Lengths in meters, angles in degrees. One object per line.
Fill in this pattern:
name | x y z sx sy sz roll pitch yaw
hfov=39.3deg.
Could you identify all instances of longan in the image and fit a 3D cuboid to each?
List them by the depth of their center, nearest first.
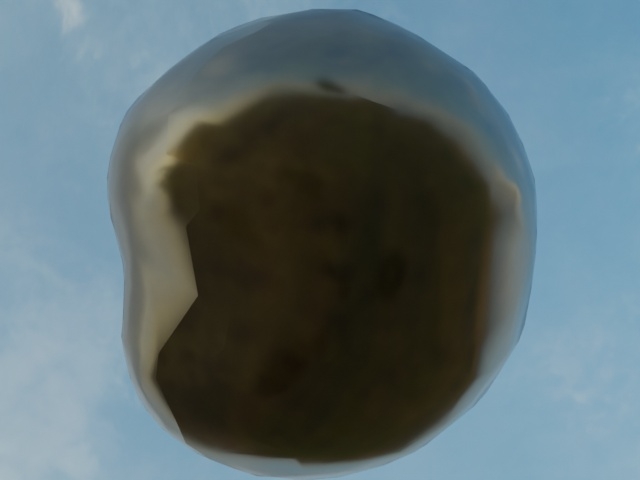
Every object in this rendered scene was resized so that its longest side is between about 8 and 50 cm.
longan | 0.000 0.000 0.783 0.404 0.336 0.405 0 -88 -15
